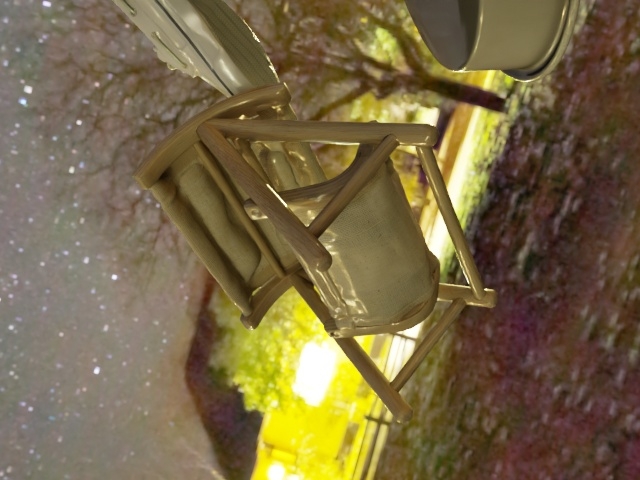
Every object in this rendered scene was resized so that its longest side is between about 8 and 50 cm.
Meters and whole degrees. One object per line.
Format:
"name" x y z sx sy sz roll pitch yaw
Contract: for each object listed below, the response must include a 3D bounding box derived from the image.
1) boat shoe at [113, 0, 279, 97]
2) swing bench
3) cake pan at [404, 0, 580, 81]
"boat shoe" -0.131 -0.206 0.792 0.076 0.226 0.083 -31 17 29
"swing bench" 0.000 0.000 0.774 0.165 0.255 0.253 -49 -42 -19
"cake pan" 0.083 -0.240 0.526 0.293 0.054 0.293 164 90 -88
